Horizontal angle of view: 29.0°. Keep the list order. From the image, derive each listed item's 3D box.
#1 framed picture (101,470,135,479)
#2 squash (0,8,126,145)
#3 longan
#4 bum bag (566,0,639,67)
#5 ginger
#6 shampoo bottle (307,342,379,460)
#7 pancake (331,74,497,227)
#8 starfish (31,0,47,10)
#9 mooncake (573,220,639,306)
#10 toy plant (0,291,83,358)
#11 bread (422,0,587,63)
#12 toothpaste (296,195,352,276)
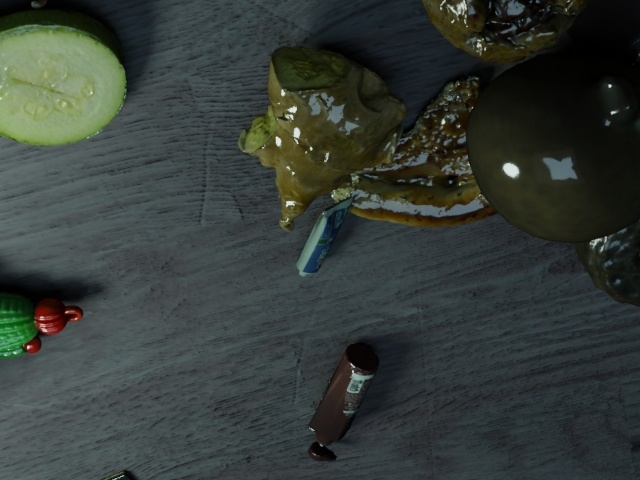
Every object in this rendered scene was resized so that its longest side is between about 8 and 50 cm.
[{"bbox_3d":[-0.425,0.552,2.231,0.347,0.016,0.265,-23,125,13],"label":"framed picture"},{"bbox_3d":[-0.360,-0.205,1.604,0.219,0.041,0.219,-9,140,-8],"label":"squash"},{"bbox_3d":[0.329,-0.126,1.599,0.300,0.243,0.300,-20,160,-7],"label":"longan"},{"bbox_3d":[0.399,-0.270,1.641,0.109,0.026,0.159,-35,121,23],"label":"bum bag"},{"bbox_3d":[0.000,-0.131,1.670,0.218,0.123,0.270,7,138,-10],"label":"ginger"},{"bbox_3d":[0.032,0.270,2.011,0.068,0.067,0.236,25,126,2],"label":"shampoo bottle"},{"bbox_3d":[0.158,-0.119,1.723,0.266,0.057,0.244,7,126,-8],"label":"pancake"},{"bbox_3d":[-0.439,-0.360,1.502,0.238,0.071,0.216,3,124,-21],"label":"starfish"},{"bbox_3d":[0.480,-0.011,1.784,0.228,0.124,0.228,-2,126,-3],"label":"mooncake"},{"bbox_3d":[-0.489,0.129,1.861,0.240,0.088,0.155,9,139,-20],"label":"toy plant"},{"bbox_3d":[0.233,-0.325,1.531,0.230,0.123,0.230,-2,125,-3],"label":"bread"},{"bbox_3d":[0.000,0.000,1.790,0.057,0.035,0.197,-28,160,-30],"label":"toothpaste"}]
